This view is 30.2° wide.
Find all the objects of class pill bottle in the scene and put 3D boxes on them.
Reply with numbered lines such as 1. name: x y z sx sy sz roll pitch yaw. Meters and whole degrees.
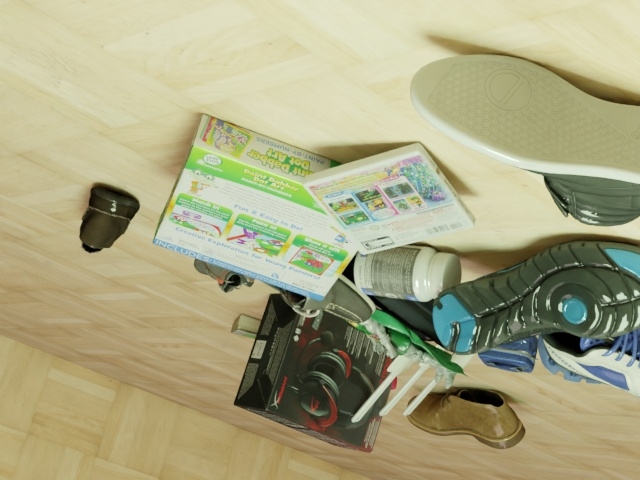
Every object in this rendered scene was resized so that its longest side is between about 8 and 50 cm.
1. pill bottle: 0.123 0.045 1.662 0.137 0.078 0.078 6 161 31

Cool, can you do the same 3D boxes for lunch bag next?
1. lunch bag: 0.312 0.184 1.953 0.098 0.065 0.067 7 161 29

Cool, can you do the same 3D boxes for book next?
1. book: -0.106 0.192 2.440 0.144 0.035 0.096 16 165 -9

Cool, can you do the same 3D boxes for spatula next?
1. spatula: 0.166 0.251 2.103 0.168 0.019 0.242 -1 139 -37

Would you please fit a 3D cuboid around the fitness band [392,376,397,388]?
1. fitness band: 0.036 0.256 2.415 0.209 0.054 0.291 -1 163 37

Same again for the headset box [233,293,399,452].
1. headset box: 0.012 0.250 2.179 0.293 0.218 0.110 29 162 -34

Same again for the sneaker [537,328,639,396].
1. sneaker: 0.432 0.150 1.627 0.315 0.127 0.182 10 164 26

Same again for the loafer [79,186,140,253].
1. loafer: -0.338 -0.023 1.872 0.080 0.078 0.220 19 163 -9

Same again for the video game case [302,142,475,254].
1. video game case: 0.081 -0.046 1.394 0.157 0.019 0.143 -14 135 31

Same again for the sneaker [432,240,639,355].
1. sneaker: 0.308 0.061 1.531 0.340 0.125 0.139 -12 -176 42

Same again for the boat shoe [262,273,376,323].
1. boat shoe: -0.066 0.047 1.723 0.335 0.095 0.112 37 163 -25

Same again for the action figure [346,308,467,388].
1. action figure: 0.112 0.153 1.868 0.232 0.063 0.137 33 174 -13

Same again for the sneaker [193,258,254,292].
1. sneaker: -0.164 0.054 1.980 0.061 0.065 0.158 29 159 -37

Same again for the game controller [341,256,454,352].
1. game controller: 0.132 0.096 1.879 0.166 0.067 0.319 21 170 39

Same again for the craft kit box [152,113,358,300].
1. craft kit box: -0.070 -0.034 1.519 0.249 0.061 0.247 20 149 -10

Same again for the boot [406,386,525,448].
1. boot: 0.291 0.348 2.505 0.305 0.112 0.115 3 129 49

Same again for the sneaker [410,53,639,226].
1. sneaker: 0.213 -0.082 1.119 0.295 0.105 0.147 14 159 -6
